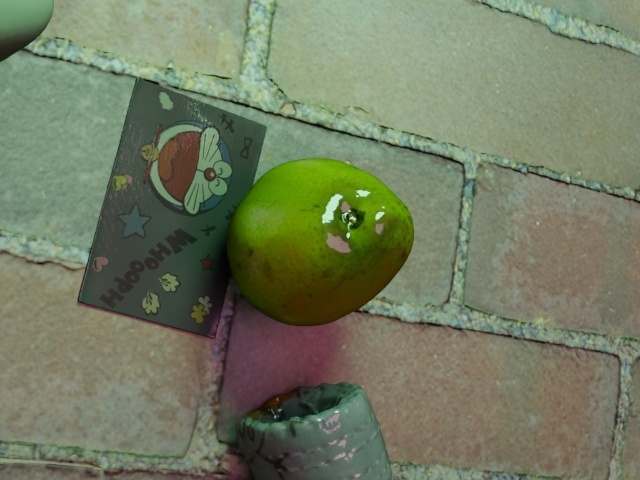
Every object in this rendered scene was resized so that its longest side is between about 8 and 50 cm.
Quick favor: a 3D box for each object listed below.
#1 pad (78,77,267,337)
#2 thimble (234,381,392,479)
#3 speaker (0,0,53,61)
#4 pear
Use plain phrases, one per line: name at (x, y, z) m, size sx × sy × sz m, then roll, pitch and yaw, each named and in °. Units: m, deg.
pad at (-0.152, -0.032, 1.414) m, size 0.170 × 0.006 × 0.245 m, roll 19°, pitch 79°, yaw -32°
thimble at (-0.005, 0.226, 1.420) m, size 0.127 × 0.151 × 0.118 m, roll -29°, pitch 105°, yaw -42°
speaker at (-0.393, -0.317, 1.099) m, size 0.406 × 0.183 × 0.184 m, roll 65°, pitch 26°, yaw 0°
pear at (0.000, 0.000, 1.384) m, size 0.187 × 0.220 × 0.187 m, roll 1°, pitch 87°, yaw -31°
